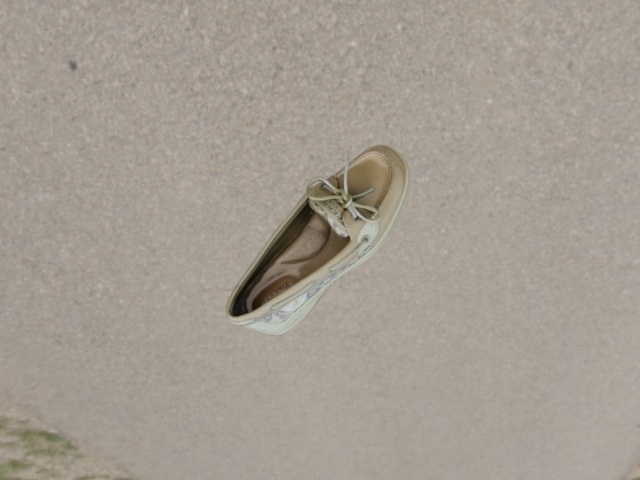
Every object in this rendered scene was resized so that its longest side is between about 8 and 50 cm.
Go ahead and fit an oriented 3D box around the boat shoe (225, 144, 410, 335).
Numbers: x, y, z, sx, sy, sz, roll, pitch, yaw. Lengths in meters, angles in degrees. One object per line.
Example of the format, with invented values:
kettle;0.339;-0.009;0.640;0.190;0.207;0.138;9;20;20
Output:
boat shoe;0.000;0.000;0.799;0.285;0.104;0.089;-52;157;4
